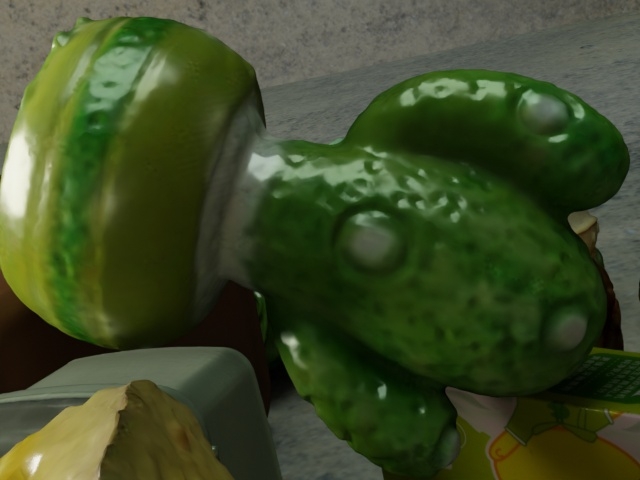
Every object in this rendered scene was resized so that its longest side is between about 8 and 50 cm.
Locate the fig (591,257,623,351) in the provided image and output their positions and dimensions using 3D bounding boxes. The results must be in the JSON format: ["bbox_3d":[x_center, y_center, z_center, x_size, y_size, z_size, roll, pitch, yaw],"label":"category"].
[{"bbox_3d":[0.136,0.071,0.875,0.165,0.144,0.154,-38,-11,-15],"label":"fig"}]

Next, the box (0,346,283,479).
[{"bbox_3d":[-0.088,0.160,0.597,0.148,0.210,0.129,-6,13,24],"label":"box"}]

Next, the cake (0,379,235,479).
[{"bbox_3d":[-0.106,0.222,0.326,0.286,0.222,0.227,-33,13,9],"label":"cake"}]

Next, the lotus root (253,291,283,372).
[{"bbox_3d":[-0.050,0.042,1.117,0.186,0.186,0.186,-12,16,3],"label":"lotus root"}]

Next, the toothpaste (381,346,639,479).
[{"bbox_3d":[0.168,0.126,0.701,0.327,0.110,0.077,3,20,44],"label":"toothpaste"}]

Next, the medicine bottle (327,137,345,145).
[{"bbox_3d":[0.119,-0.063,1.362,0.274,0.133,0.133,4,23,43],"label":"medicine bottle"}]

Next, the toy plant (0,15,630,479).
[{"bbox_3d":[0.000,0.000,0.672,0.316,0.224,0.184,14,-2,9],"label":"toy plant"}]

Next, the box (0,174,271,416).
[{"bbox_3d":[-0.213,0.098,0.874,0.229,0.239,0.339,-1,19,27],"label":"box"}]

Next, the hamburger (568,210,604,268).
[{"bbox_3d":[0.129,0.008,1.081,0.237,0.147,0.237,-14,11,3],"label":"hamburger"}]

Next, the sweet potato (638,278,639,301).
[{"bbox_3d":[0.344,0.001,1.085,0.075,0.075,0.273,3,24,44],"label":"sweet potato"}]
